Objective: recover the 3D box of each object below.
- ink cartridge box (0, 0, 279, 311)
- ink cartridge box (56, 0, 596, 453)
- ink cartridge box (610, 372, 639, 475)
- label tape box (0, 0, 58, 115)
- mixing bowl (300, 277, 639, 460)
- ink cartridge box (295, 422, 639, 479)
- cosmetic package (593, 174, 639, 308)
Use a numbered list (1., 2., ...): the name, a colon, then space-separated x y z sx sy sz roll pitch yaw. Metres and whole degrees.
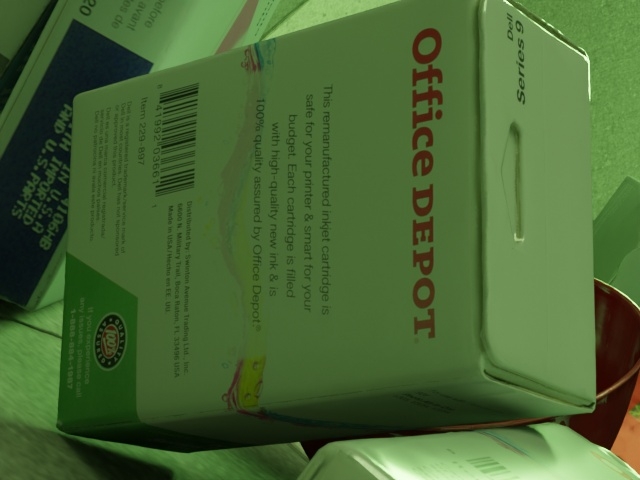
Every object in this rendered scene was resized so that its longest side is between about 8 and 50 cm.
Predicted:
1. ink cartridge box: -0.066 -0.130 0.907 0.071 0.324 0.330 28 8 4
2. ink cartridge box: 0.000 0.000 0.674 0.212 0.154 0.093 -12 -21 37
3. ink cartridge box: 0.196 0.156 0.801 0.239 0.060 0.275 39 42 23
4. label tape box: -0.152 -0.203 0.962 0.106 0.333 0.240 34 8 -5
5. mixing bowl: 0.065 0.087 0.787 0.181 0.098 0.181 -3 22 1
6. ink cartridge box: 0.100 0.173 0.524 0.226 0.131 0.306 37 7 20
7. cosmetic package: 0.290 0.027 1.449 0.107 0.127 0.238 35 9 -5
